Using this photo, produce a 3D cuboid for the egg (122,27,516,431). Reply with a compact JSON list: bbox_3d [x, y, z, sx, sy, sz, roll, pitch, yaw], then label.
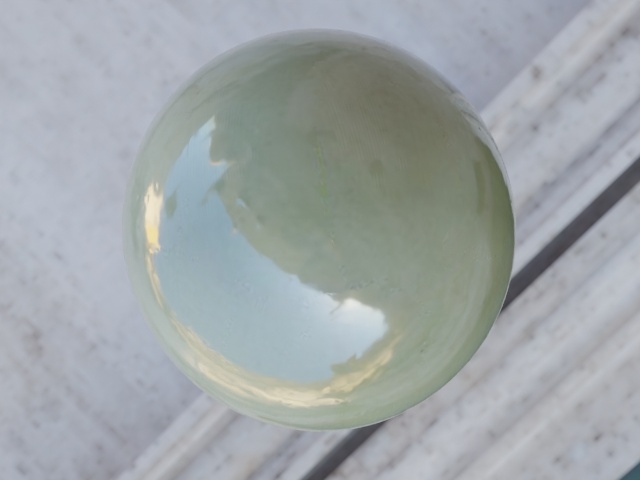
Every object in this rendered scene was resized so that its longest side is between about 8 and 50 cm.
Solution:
[{"bbox_3d":[0.000,0.000,0.837,0.188,0.188,0.253,49,170,13],"label":"egg"}]
